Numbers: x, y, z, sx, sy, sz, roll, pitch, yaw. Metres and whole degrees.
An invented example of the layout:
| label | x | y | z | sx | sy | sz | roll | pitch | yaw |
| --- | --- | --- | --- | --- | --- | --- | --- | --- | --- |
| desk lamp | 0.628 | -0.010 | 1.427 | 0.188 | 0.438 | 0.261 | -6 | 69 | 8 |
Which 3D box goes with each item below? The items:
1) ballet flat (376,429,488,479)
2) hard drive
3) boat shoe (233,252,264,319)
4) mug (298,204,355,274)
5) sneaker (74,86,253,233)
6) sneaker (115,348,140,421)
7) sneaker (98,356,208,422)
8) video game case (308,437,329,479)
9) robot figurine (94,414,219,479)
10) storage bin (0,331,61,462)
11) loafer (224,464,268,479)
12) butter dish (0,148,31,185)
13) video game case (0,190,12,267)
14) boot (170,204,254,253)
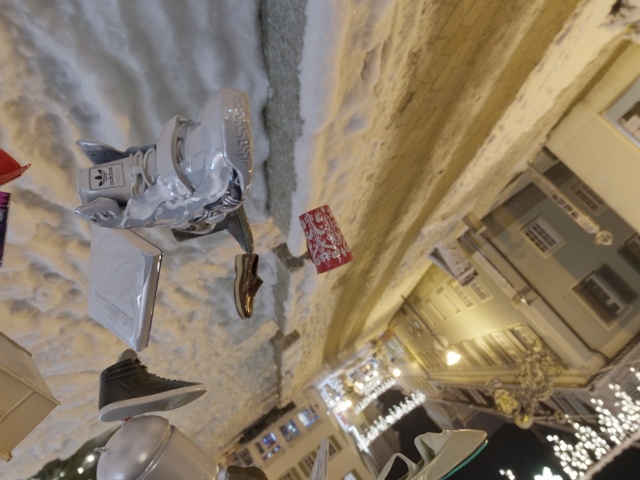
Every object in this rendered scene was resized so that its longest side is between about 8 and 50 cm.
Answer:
| label | x | y | z | sx | sy | sz | roll | pitch | yaw |
| --- | --- | --- | --- | --- | --- | --- | --- | --- | --- |
| ballet flat | 0.163 | 0.363 | 0.649 | 0.249 | 0.086 | 0.086 | -30 | 162 | -24 |
| hard drive | -0.514 | 0.114 | 1.047 | 0.040 | 0.210 | 0.318 | -34 | 149 | -57 |
| boat shoe | -0.252 | 0.153 | 1.445 | 0.095 | 0.257 | 0.095 | -12 | 150 | 6 |
| mug | -0.003 | 0.001 | 1.129 | 0.150 | 0.169 | 0.113 | -22 | 180 | 30 |
| sneaker | -0.233 | -0.096 | 0.581 | 0.210 | 0.137 | 0.366 | 0 | 165 | -28 |
| sneaker | -0.594 | 0.438 | 1.267 | 0.088 | 0.225 | 0.092 | 10 | 131 | -34 |
| sneaker | -0.453 | 0.384 | 1.105 | 0.296 | 0.146 | 0.104 | 8 | 130 | -46 |
| video game case | -0.012 | 0.844 | 1.392 | 0.206 | 0.026 | 0.226 | -83 | -171 | -71 |
| robot figurine | -0.405 | 0.588 | 1.024 | 0.200 | 0.353 | 0.300 | -43 | -166 | -6 |
| storage bin | -0.668 | 0.243 | 0.766 | 0.123 | 0.262 | 0.260 | -48 | 131 | -25 |
| loafer | -0.227 | 0.720 | 1.228 | 0.050 | 0.148 | 0.056 | -59 | -156 | 5 |
| butter dish | -0.808 | -0.172 | 0.952 | 0.160 | 0.118 | 0.160 | -8 | -152 | 32 |
| video game case | -0.708 | -0.031 | 0.729 | 0.232 | 0.041 | 0.210 | 10 | 139 | -36 |
| boot | -0.306 | -0.027 | 1.145 | 0.209 | 0.189 | 0.076 | -17 | -172 | -3 |
